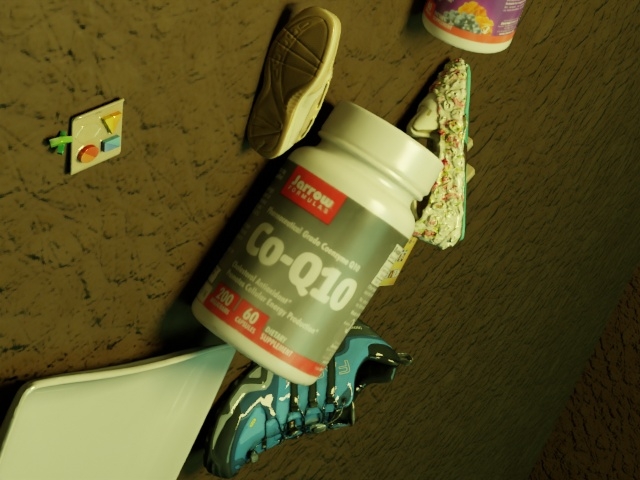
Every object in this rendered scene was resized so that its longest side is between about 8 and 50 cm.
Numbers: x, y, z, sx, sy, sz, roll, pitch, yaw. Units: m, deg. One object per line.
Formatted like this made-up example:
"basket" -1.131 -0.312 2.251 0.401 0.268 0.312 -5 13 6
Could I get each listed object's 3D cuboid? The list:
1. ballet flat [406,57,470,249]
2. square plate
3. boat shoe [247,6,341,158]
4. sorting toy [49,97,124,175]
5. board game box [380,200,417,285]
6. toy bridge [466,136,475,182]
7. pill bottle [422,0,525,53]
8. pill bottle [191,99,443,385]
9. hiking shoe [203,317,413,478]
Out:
"ballet flat" 0.143 -0.110 1.477 0.091 0.077 0.240 153 -60 -78
"square plate" -0.262 0.262 1.269 0.347 0.049 0.344 -4 124 -60
"boat shoe" -0.020 -0.160 1.188 0.059 0.063 0.170 -27 152 -52
"sorting toy" -0.197 -0.082 1.008 0.083 0.012 0.062 -31 146 -44
"board game box" 0.063 -0.017 1.533 0.243 0.042 0.165 1 119 -62
"toy bridge" 0.181 -0.120 1.644 0.063 0.026 0.188 -47 154 -15
"pill bottle" 0.188 -0.315 1.317 0.108 0.108 0.193 -28 143 -46
"pill bottle" 0.000 0.000 1.294 0.283 0.161 0.161 -57 156 1
"hiking shoe" -0.021 0.204 1.540 0.304 0.132 0.113 -43 152 -27
